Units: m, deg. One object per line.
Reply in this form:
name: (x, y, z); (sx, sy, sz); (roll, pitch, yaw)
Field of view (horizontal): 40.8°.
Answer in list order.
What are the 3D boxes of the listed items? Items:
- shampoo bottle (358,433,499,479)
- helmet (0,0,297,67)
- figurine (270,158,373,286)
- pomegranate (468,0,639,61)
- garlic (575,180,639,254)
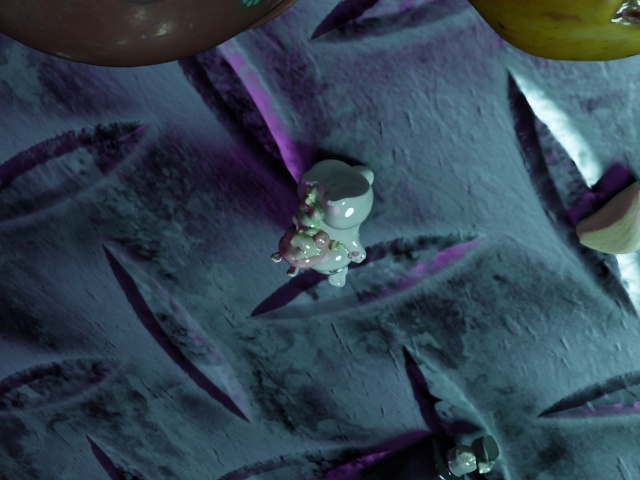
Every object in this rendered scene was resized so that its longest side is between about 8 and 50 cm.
shampoo bottle: (0.125, 0.285, 1.033); (0.057, 0.063, 0.208); (35, 129, -25)
helmet: (-0.179, -0.264, 0.606); (0.385, 0.230, 0.337); (20, 130, 0)
figurine: (-0.007, -0.006, 0.840); (0.098, 0.081, 0.146); (-5, 135, -25)
pomegranate: (0.176, -0.216, 0.530); (0.233, 0.233, 0.233); (8, 128, 11)
garlic: (0.272, -0.015, 0.776); (0.053, 0.041, 0.083); (42, 134, -10)
